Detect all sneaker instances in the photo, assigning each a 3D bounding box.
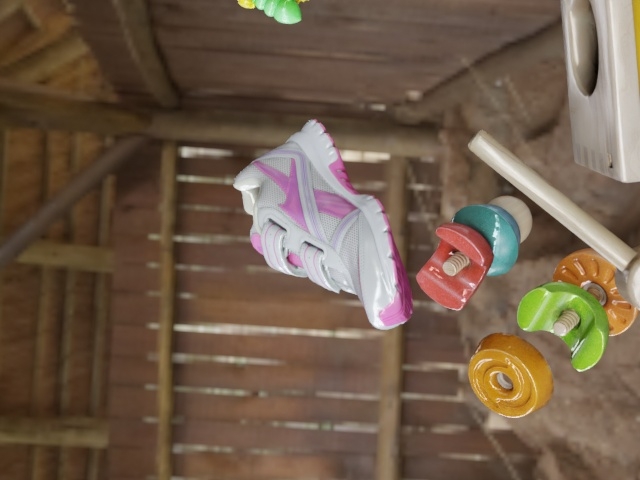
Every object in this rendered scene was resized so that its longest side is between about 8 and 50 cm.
[{"bbox_3d":[0.000,0.000,1.181,0.252,0.111,0.103,56,171,47],"label":"sneaker"}]

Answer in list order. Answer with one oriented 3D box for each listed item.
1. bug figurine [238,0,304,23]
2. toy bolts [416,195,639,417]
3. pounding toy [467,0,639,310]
[{"bbox_3d":[-0.120,-0.338,1.572,0.072,0.216,0.279,-60,-8,-3],"label":"bug figurine"},{"bbox_3d":[0.231,0.057,1.472,0.158,0.228,0.218,-36,-20,-43],"label":"toy bolts"},{"bbox_3d":[0.167,-0.059,0.627,0.094,0.181,0.206,-116,19,-79],"label":"pounding toy"}]
